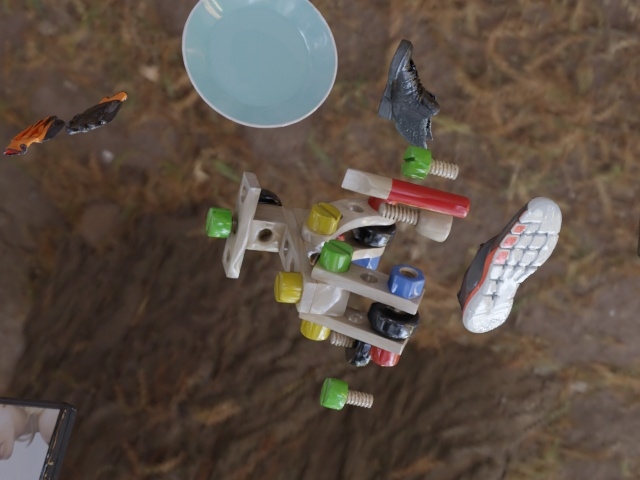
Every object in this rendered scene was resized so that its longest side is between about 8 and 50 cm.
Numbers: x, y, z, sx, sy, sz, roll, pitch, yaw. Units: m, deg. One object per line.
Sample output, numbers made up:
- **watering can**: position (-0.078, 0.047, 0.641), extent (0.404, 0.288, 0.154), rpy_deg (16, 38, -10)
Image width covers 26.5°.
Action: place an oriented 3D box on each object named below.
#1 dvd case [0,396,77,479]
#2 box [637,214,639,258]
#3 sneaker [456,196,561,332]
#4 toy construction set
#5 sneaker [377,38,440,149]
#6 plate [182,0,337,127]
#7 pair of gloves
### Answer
- **dvd case**: position (-0.341, 0.229, 1.253), extent (0.253, 0.180, 0.022), rpy_deg (-1, 157, 36)
- **box**: position (0.397, -0.057, 1.230), extent (0.225, 0.036, 0.136), rpy_deg (-20, 138, -8)
- **sneaker**: position (0.173, 0.014, 1.326), extent (0.061, 0.065, 0.158), rpy_deg (14, 120, -31)
- **toy construction set**: position (0.000, 0.000, 1.535), extent (0.237, 0.257, 0.309), rpy_deg (14, 144, -14)
- **sneaker**: position (0.136, -0.211, 1.965), extent (0.089, 0.051, 0.170), rpy_deg (21, 137, 5)
- **plate**: position (-0.073, -0.219, 1.611), extent (0.188, 0.188, 0.024), rpy_deg (29, 159, -6)
- **pair of gloves**: position (-0.179, -0.081, 0.957), extent (0.083, 0.074, 0.010), rpy_deg (-15, 110, 15)
